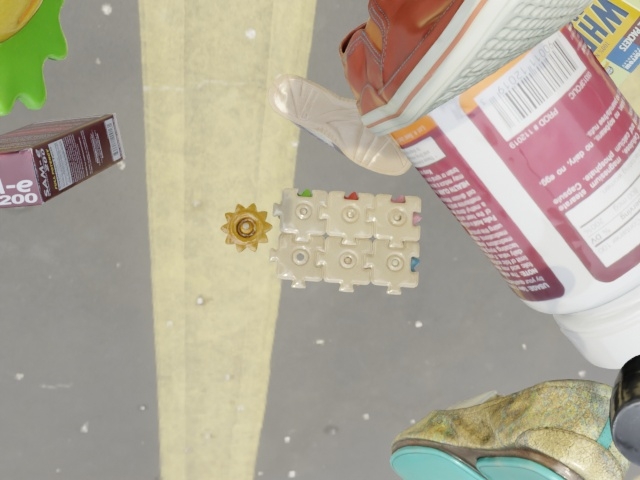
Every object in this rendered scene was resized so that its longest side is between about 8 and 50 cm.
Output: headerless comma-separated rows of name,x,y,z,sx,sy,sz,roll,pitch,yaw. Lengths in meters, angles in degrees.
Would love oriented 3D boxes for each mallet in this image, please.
mallet,0.180,0.148,0.374,0.039,0.062,0.189,-9,108,27

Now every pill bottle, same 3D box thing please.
pill bottle,0.264,-0.062,0.830,0.224,0.224,0.392,-35,101,23

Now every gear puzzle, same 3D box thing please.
gear puzzle,0.000,0.000,1.252,0.339,0.175,0.044,4,166,-1

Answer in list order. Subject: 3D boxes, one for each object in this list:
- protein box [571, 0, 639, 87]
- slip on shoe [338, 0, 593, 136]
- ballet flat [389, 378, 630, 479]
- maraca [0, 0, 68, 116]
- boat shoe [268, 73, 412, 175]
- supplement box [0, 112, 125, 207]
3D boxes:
protein box,0.417,-0.372,1.104,0.201,0.200,0.136,33,148,4
slip on shoe,0.079,-0.148,0.510,0.123,0.331,0.101,-31,96,-8
ballet flat,0.179,0.196,0.723,0.123,0.123,0.348,7,162,-15
maraca,-0.184,-0.149,0.380,0.099,0.127,0.185,3,148,16
boat shoe,0.040,-0.211,1.339,0.285,0.092,0.103,26,100,-4
supplement box,-0.368,-0.108,0.975,0.130,0.239,0.073,-4,108,12
